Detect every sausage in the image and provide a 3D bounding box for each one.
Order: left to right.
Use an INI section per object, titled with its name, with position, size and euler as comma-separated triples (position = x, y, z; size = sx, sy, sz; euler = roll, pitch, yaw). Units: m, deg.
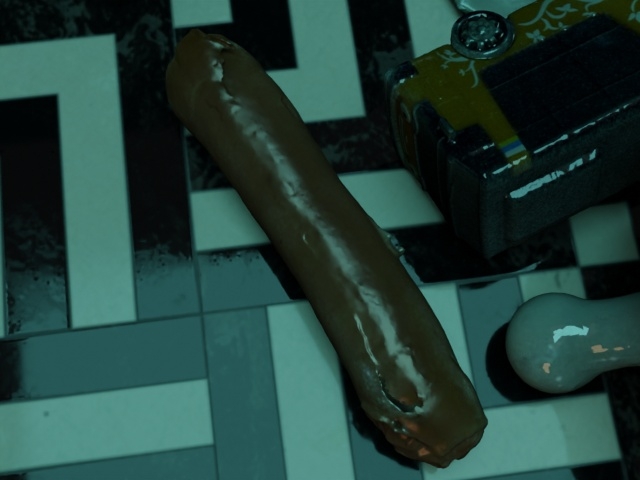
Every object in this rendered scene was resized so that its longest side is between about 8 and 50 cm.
[sausage]
position = 0.000, 0.000, 0.799
size = 0.094, 0.094, 0.419
euler = -14, 67, -52

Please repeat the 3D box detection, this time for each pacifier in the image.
[pacifier]
position = 0.258, 0.063, 0.758
size = 0.225, 0.238, 0.287
euler = -11, 100, 26

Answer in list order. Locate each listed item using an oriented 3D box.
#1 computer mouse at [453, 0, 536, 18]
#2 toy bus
[computer mouse]
position = 0.217, -0.293, 0.908
size = 0.231, 0.079, 0.128
euler = -42, 76, -10
[toy bus]
position = 0.206, -0.116, 0.799
size = 0.275, 0.138, 0.167
euler = -26, 58, -6
